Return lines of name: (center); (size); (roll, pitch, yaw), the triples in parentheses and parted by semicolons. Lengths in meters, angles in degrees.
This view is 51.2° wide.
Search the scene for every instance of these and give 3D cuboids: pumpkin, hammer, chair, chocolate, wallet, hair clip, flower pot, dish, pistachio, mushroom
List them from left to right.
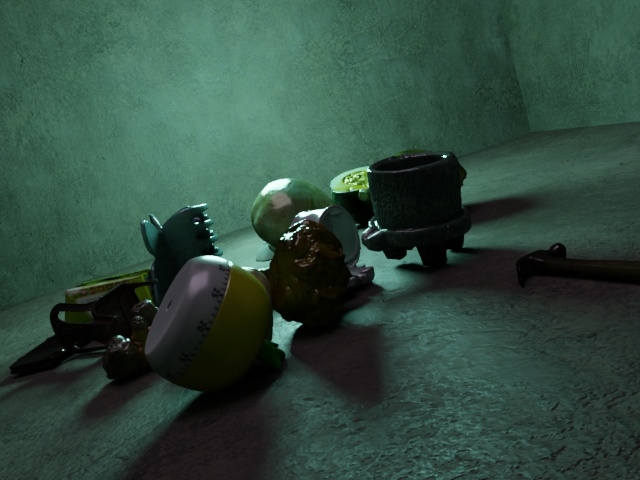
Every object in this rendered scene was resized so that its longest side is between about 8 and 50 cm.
wallet: (-0.816, 0.335, 2.074); (0.165, 0.042, 0.309); (-14, 10, 12)
chair: (-0.605, 0.228, 1.925); (0.326, 0.176, 0.183); (-2, 26, 38)
chocolate: (-0.697, 0.193, 2.264); (0.288, 0.137, 0.301); (-11, 5, -7)
hair clip: (-0.473, 0.040, 2.354); (0.238, 0.319, 0.392); (-15, 8, -4)
pistachio: (-0.170, 0.154, 1.511); (0.117, 0.145, 0.201); (-17, 54, 17)
dish: (-0.175, 0.021, 2.646); (0.190, 0.066, 0.191); (-17, 9, 3)
mushroom: (-0.091, -0.078, 2.468); (0.351, 0.261, 0.352); (15, 26, -7)
pumpkin: (0.197, -0.165, 2.680); (0.292, 0.197, 0.263); (-7, 24, 16)
flower pot: (0.240, -0.074, 1.778); (0.298, 0.283, 0.299); (-11, 17, 3)
hammer: (0.548, 0.050, 1.249); (0.168, 0.044, 0.439); (-21, 10, -25)

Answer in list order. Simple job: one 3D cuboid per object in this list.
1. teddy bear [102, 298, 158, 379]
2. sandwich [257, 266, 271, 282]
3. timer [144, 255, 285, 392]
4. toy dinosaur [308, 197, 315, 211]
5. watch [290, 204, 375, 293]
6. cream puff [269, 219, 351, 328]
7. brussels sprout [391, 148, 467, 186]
teddy bear: (-0.444, 0.260, 1.620); (0.190, 0.140, 0.177); (-36, -23, -37)
sandwich: (-0.131, 0.119, 1.945); (0.257, 0.096, 0.094); (-12, 5, 15)
timer: (-0.182, 0.185, 1.327); (0.284, 0.285, 0.285); (-17, 9, 3)
toy dinosaur: (0.000, 0.000, 1.999); (0.094, 0.259, 0.153); (-26, 40, -34)
watch: (0.023, 0.029, 1.754); (0.196, 0.232, 0.244); (-8, 10, 34)
cream puff: (-0.030, 0.082, 1.544); (0.244, 0.196, 0.244); (-50, 17, 22)
brussels sprout: (0.355, -0.184, 2.356); (0.343, 0.269, 0.344); (0, -5, 0)
